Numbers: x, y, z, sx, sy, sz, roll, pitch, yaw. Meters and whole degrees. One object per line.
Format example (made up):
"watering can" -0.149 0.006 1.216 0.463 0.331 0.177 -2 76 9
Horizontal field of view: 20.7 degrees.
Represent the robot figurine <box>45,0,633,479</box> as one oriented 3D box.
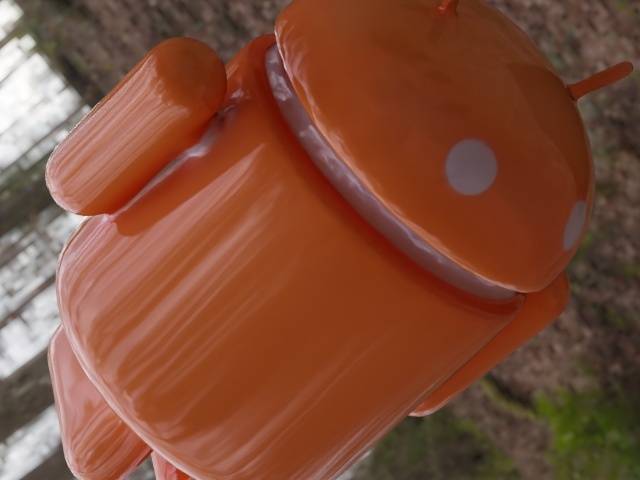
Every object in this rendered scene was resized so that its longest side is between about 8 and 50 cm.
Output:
"robot figurine" -0.001 0.000 0.581 0.158 0.219 0.128 46 -159 0
